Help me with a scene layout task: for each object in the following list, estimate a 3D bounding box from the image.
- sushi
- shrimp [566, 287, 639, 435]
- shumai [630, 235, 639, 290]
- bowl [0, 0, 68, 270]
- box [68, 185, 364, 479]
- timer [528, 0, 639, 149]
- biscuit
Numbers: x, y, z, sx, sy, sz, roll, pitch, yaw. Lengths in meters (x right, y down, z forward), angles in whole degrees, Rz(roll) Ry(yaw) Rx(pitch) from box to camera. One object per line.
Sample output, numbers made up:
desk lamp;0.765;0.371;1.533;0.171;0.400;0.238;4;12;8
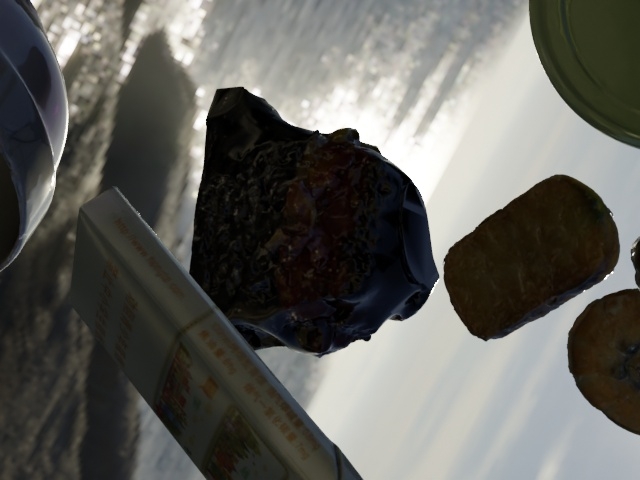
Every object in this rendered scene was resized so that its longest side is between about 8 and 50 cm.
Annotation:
sushi;0.000;0.000;1.018;0.153;0.150;0.172;60;36;-45
shrimp;0.314;0.112;1.287;0.051;0.188;0.132;25;72;-82
shumai;0.274;-0.047;0.841;0.272;0.204;0.222;-22;-142;39
bowl;-0.291;-0.117;0.990;0.143;0.287;0.287;-58;175;-37
box;-0.054;0.084;0.747;0.032;0.220;0.122;-33;165;-27
timer;0.375;-0.240;1.454;0.290;0.291;0.315;-62;169;14
biscuit;0.212;0.020;1.477;0.029;0.118;0.247;-17;166;-40
